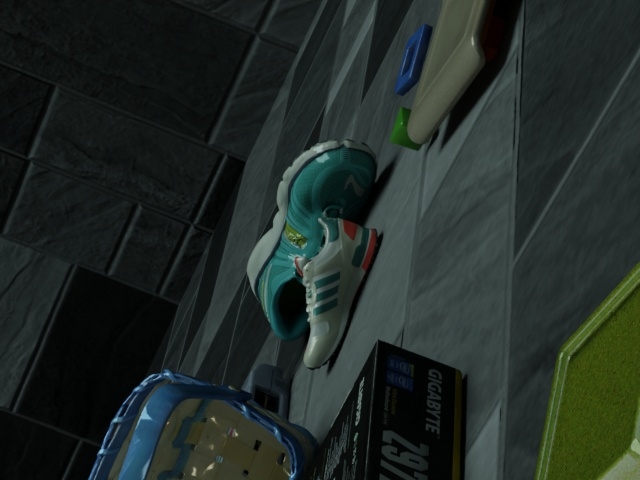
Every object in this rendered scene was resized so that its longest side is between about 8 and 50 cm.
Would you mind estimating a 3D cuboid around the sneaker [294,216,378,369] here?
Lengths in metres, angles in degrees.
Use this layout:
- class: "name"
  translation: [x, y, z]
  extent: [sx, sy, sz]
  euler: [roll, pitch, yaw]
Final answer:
- class: "sneaker"
  translation: [0.000, 0.051, 2.071]
  extent: [0.057, 0.075, 0.161]
  euler: [-170, 102, -82]

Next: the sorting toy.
- class: "sorting toy"
  translation: [0.146, -0.208, 1.913]
  extent: [0.348, 0.047, 0.196]
  euler: [125, 160, -59]

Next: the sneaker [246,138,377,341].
- class: "sneaker"
  translation: [0.000, 0.000, 2.237]
  extent: [0.110, 0.107, 0.275]
  euler: [-105, 27, -44]

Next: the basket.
- class: "basket"
  translation: [-0.126, 0.242, 1.842]
  extent: [0.289, 0.201, 0.255]
  euler: [0, -66, -65]

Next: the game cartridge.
- class: "game cartridge"
  translation: [-0.097, 0.286, 2.193]
  extent: [0.294, 0.060, 0.196]
  euler: [-85, 14, -64]

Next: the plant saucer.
- class: "plant saucer"
  translation: [0.160, 0.087, 1.030]
  extent: [0.188, 0.045, 0.188]
  euler: [122, 167, -53]

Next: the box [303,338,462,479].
- class: "box"
  translation: [0.015, 0.262, 1.419]
  extent: [0.322, 0.079, 0.257]
  euler: [-82, 14, -59]
